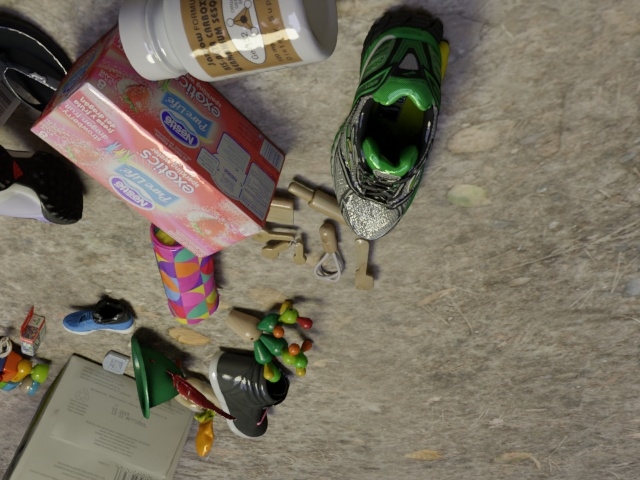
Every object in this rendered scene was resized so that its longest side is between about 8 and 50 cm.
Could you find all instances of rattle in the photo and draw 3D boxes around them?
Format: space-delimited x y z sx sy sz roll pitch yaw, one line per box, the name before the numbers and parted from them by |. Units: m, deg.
rattle | -0.309 0.382 1.628 0.130 0.143 0.200 16 151 27

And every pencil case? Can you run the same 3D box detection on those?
pencil case | -0.232 0.047 1.236 0.104 0.104 0.236 9 143 5

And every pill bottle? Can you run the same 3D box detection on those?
pill bottle | -0.106 -0.252 0.811 0.229 0.131 0.131 -5 137 21

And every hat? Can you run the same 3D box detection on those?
hat | -0.305 0.292 1.550 0.183 0.209 0.173 -9 -176 -21

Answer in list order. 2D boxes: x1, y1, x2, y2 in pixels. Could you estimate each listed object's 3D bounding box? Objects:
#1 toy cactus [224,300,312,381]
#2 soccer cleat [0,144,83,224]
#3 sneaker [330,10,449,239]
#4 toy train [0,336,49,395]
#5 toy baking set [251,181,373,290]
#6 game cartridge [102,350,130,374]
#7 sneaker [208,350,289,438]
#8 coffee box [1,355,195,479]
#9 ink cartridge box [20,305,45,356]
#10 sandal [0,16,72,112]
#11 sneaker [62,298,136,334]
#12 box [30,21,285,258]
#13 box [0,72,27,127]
toy cactus | -0.096 0.183 1.375 0.180 0.112 0.219 29 145 11
soccer cleat | -0.476 -0.083 1.055 0.116 0.109 0.318 -9 171 15
sneaker | 0.074 -0.113 0.916 0.134 0.146 0.343 10 141 4
toy train | -0.707 0.297 1.671 0.143 0.105 0.248 24 141 -29
toy baking set | 0.002 -0.004 1.163 0.256 0.030 0.197 24 142 -13
game cartridge | -0.477 0.284 1.649 0.056 0.017 0.083 20 140 -14
sneaker | -0.132 0.357 1.565 0.147 0.104 0.296 2 136 21
coffee box | -0.555 0.539 1.721 0.337 0.338 0.334 28 139 -17
ink cartridge box | -0.629 0.199 1.552 0.029 0.063 0.115 19 141 -6
sandal | -0.378 -0.210 0.999 0.097 0.054 0.254 -19 131 33
sneaker | -0.463 0.153 1.452 0.152 0.058 0.084 3 146 5
box | -0.208 -0.130 0.970 0.142 0.154 0.300 -24 129 36
box | -0.496 -0.207 0.999 0.087 0.101 0.102 -12 133 28
